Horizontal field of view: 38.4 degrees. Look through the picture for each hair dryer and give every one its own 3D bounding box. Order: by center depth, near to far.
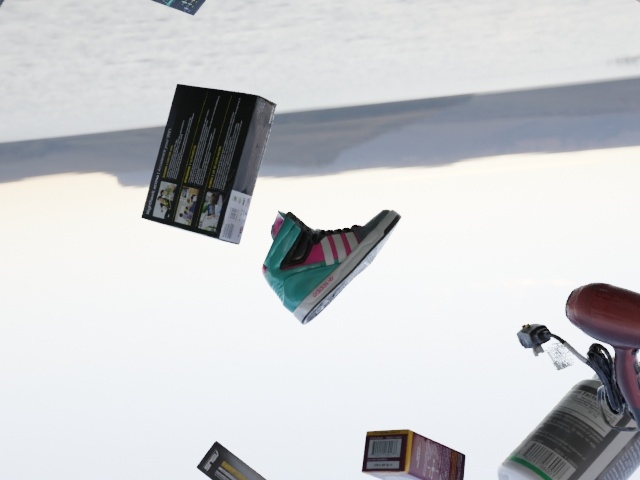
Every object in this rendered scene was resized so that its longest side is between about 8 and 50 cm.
[{"bbox_3d":[0.426,0.150,1.274,0.080,0.224,0.293,-49,180,-26],"label":"hair dryer"}]

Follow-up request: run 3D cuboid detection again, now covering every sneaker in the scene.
[{"bbox_3d":[0.000,0.000,1.637,0.295,0.178,0.123,-42,168,-34],"label":"sneaker"}]

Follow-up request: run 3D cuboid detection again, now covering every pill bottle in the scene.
[{"bbox_3d":[0.549,0.415,1.876,0.361,0.204,0.204,-40,-160,-19],"label":"pill bottle"}]

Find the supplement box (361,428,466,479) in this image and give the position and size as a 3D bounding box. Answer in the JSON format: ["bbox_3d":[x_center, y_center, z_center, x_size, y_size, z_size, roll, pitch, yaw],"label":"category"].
[{"bbox_3d":[0.176,0.417,1.720,0.104,0.080,0.188,-13,148,41],"label":"supplement box"}]

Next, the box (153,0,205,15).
[{"bbox_3d":[-0.198,-0.357,1.255,0.083,0.062,0.052,14,153,-29],"label":"box"}]

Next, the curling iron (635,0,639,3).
[{"bbox_3d":[0.367,-0.344,1.185,0.068,0.035,0.274,16,-156,-39],"label":"curling iron"}]

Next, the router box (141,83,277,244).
[{"bbox_3d":[-0.138,-0.096,1.122,0.133,0.178,0.046,15,178,33],"label":"router box"}]

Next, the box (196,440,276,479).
[{"bbox_3d":[-0.092,0.422,1.526,0.183,0.056,0.231,32,168,21],"label":"box"}]

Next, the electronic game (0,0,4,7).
[{"bbox_3d":[-0.294,-0.205,0.644,0.229,0.229,0.048,-3,162,23],"label":"electronic game"}]
